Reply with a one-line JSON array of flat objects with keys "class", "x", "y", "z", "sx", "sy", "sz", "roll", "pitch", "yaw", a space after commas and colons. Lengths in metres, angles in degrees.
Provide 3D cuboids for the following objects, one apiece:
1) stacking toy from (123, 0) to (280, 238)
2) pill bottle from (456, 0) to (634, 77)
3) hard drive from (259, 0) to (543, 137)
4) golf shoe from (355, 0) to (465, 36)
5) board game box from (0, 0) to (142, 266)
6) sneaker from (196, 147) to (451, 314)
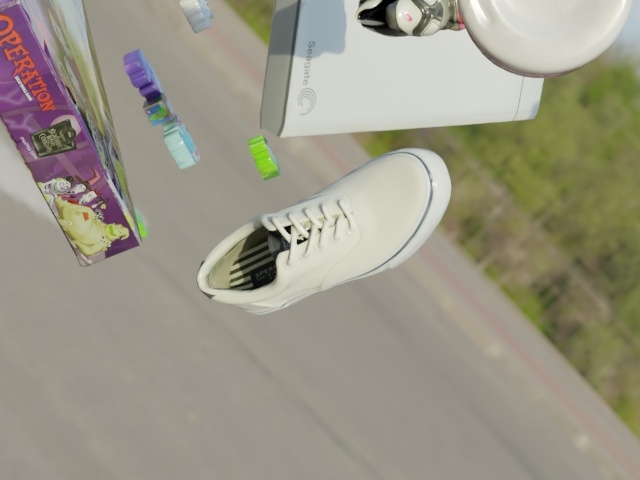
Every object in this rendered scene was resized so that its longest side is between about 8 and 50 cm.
[{"class": "stacking toy", "x": -0.154, "y": -0.125, "z": 1.919, "sx": 0.052, "sy": 0.167, "sz": 0.221, "roll": -91, "pitch": 157, "yaw": -66}, {"class": "pill bottle", "x": 0.141, "y": -0.157, "z": 1.253, "sx": 0.108, "sy": 0.108, "sz": 0.193, "roll": 47, "pitch": 6, "yaw": 2}, {"class": "hard drive", "x": 0.104, "y": -0.232, "z": 2.081, "sx": 0.353, "sy": 0.233, "sz": 0.047, "roll": -6, "pitch": 23, "yaw": -36}, {"class": "golf shoe", "x": 0.064, "y": -0.219, "z": 1.771, "sx": 0.186, "sy": 0.086, "sz": 0.067, "roll": -152, "pitch": -129, "yaw": -68}, {"class": "board game box", "x": -0.193, "y": -0.171, "z": 1.264, "sx": 0.208, "sy": 0.056, "sz": 0.347, "roll": 62, "pitch": 7, "yaw": -45}, {"class": "sneaker", "x": 0.000, "y": 0.000, "z": 1.725, "sx": 0.091, "sy": 0.258, "sz": 0.094, "roll": -2, "pitch": 64, "yaw": -53}]
